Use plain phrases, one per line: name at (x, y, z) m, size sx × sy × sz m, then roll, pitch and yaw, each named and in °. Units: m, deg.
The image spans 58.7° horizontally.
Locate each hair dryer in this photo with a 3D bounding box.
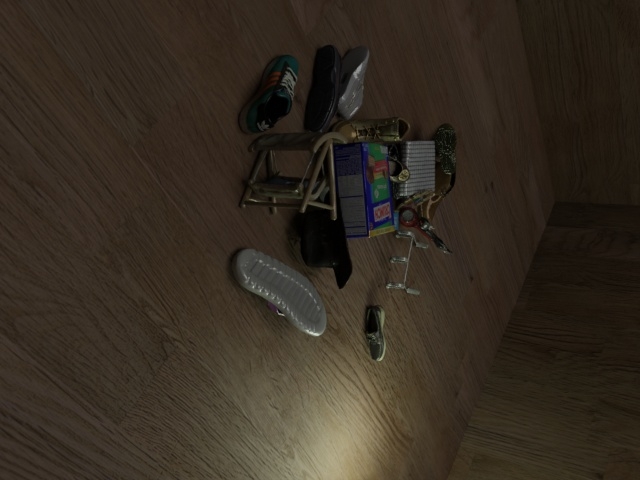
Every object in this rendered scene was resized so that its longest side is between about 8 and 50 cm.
hair dryer at (0.404, -0.045, 2.334) m, size 0.080 × 0.293 × 0.223 m, roll -41°, pitch 121°, yaw 3°

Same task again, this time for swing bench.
swing bench at (-0.080, -0.203, 1.673) m, size 0.165 × 0.253 × 0.254 m, roll 10°, pitch 87°, yaw -52°

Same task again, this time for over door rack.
over door rack at (0.360, 0.097, 2.421) m, size 0.324 × 0.108 × 0.239 m, roll 24°, pitch 77°, yaw -65°

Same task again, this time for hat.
hat at (0.000, 0.000, 1.864) m, size 0.134 × 0.331 × 0.331 m, roll -6°, pitch 103°, yaw -13°

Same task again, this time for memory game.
memory game at (0.387, -0.158, 2.361) m, size 0.186 × 0.186 × 0.012 m, roll -10°, pitch 68°, yaw -51°

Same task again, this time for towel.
towel at (0.370, -0.297, 2.354) m, size 0.284 × 0.121 × 0.235 m, roll -16°, pitch 109°, yaw -52°

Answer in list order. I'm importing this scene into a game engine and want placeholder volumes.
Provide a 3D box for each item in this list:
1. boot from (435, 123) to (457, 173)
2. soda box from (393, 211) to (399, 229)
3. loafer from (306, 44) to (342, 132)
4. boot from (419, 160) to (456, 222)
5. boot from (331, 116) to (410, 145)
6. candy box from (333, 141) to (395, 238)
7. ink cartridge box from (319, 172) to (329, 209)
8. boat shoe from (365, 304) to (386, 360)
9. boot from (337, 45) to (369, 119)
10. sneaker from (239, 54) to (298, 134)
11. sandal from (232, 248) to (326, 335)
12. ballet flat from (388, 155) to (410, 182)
boot at (0.553, -0.443, 2.515) m, size 0.269 × 0.089 × 0.236 m, roll -72°, pitch 157°, yaw -57°
soda box at (0.228, -0.080, 2.240) m, size 0.210 × 0.067 × 0.071 m, roll -1°, pitch 96°, yaw -53°
loafer at (0.029, -0.494, 1.897) m, size 0.095 × 0.109 × 0.302 m, roll 18°, pitch 78°, yaw -56°
boot at (0.528, -0.216, 2.569) m, size 0.112 × 0.115 × 0.305 m, roll 30°, pitch 72°, yaw -52°
boot at (0.179, -0.385, 2.018) m, size 0.262 × 0.203 × 0.095 m, roll -20°, pitch 110°, yaw -51°
candy box at (0.154, -0.173, 1.976) m, size 0.268 × 0.122 × 0.317 m, roll -14°, pitch 101°, yaw -64°
ink cartridge box at (0.056, -0.159, 2.009) m, size 0.109 × 0.063 × 0.150 m, roll -49°, pitch 131°, yaw -37°
boat shoe at (0.213, 0.372, 2.284) m, size 0.073 × 0.080 × 0.223 m, roll 3°, pitch 87°, yaw -47°
boot at (0.114, -0.555, 2.019) m, size 0.258 × 0.095 × 0.123 m, roll -62°, pitch 146°, yaw -15°
sneaker at (-0.121, -0.435, 1.694) m, size 0.108 × 0.121 × 0.302 m, roll 49°, pitch 57°, yaw -44°
sandal at (-0.131, 0.160, 1.799) m, size 0.416 × 0.102 × 0.169 m, roll 44°, pitch 45°, yaw -31°
ballet flat at (0.246, -0.294, 2.158) m, size 0.250 × 0.058 × 0.084 m, roll 33°, pitch 91°, yaw -23°
